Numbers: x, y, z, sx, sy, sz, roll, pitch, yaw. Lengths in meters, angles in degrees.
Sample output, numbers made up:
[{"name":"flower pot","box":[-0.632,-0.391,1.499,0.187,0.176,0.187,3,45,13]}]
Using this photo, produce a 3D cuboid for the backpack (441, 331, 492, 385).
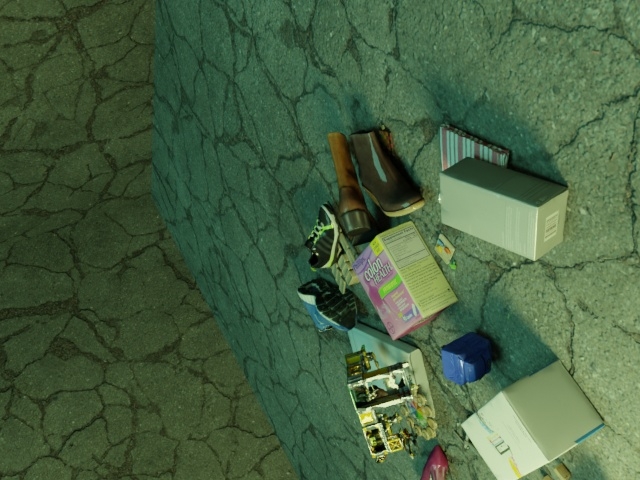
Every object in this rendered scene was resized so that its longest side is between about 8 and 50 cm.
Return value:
[{"name":"backpack","box":[0.365,0.287,1.693,0.101,0.120,0.098,23,129,45]}]

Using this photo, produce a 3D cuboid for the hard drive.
[{"name":"hard drive","box":[0.213,0.400,2.189,0.353,0.047,0.233,15,124,60]}]

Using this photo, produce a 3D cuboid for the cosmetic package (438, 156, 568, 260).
[{"name":"cosmetic package","box":[0.356,-0.068,1.391,0.238,0.107,0.127,31,140,43]}]

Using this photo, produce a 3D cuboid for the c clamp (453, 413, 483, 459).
[{"name":"c clamp","box":[0.416,0.532,1.911,0.137,0.022,0.160,48,150,37]}]

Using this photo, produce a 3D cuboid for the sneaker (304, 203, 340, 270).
[{"name":"sneaker","box":[0.000,0.000,2.169,0.084,0.097,0.234,-131,33,-49]}]

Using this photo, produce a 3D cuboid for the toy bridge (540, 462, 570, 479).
[{"name":"toy bridge","box":[0.553,0.596,1.676,0.063,0.026,0.188,53,152,27]}]

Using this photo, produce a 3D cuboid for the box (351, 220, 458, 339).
[{"name":"box","box":[0.215,0.110,1.852,0.243,0.117,0.213,62,155,13]}]

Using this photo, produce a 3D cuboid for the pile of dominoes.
[{"name":"pile of dominoes","box":[0.061,0.024,2.225,0.196,0.040,0.251,112,139,-58]}]

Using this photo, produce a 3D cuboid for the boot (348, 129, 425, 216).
[{"name":"boot","box":[0.155,-0.173,1.751,0.248,0.090,0.207,24,139,65]}]

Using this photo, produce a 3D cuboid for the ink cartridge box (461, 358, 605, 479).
[{"name":"ink cartridge box","box":[0.457,0.404,1.536,0.168,0.171,0.232,58,154,22]}]

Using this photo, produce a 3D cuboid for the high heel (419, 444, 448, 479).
[{"name":"high heel","box":[0.346,0.717,2.180,0.244,0.082,0.117,86,-175,-63]}]

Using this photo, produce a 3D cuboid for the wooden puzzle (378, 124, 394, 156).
[{"name":"wooden puzzle","box":[0.168,-0.253,1.778,0.049,0.006,0.083,28,135,55]}]

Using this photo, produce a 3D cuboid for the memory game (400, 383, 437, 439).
[{"name":"memory game","box":[0.281,0.502,2.062,0.186,0.012,0.186,46,148,41]}]

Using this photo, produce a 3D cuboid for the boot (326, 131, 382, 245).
[{"name":"boot","box":[0.082,-0.135,1.924,0.264,0.096,0.280,25,-131,-67]}]

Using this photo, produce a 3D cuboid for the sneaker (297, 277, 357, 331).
[{"name":"sneaker","box":[0.040,0.236,2.343,0.330,0.130,0.147,31,147,63]}]

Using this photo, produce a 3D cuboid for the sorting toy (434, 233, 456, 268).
[{"name":"sorting toy","box":[0.310,0.031,1.717,0.083,0.012,0.062,54,152,28]}]

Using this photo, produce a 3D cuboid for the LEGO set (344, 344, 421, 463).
[{"name":"LEGO set","box":[0.203,0.460,2.029,0.255,0.192,0.331,-35,-72,-85]}]

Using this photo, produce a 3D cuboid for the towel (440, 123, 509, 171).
[{"name":"towel","box":[0.329,-0.159,1.506,0.197,0.029,0.144,39,145,48]}]
